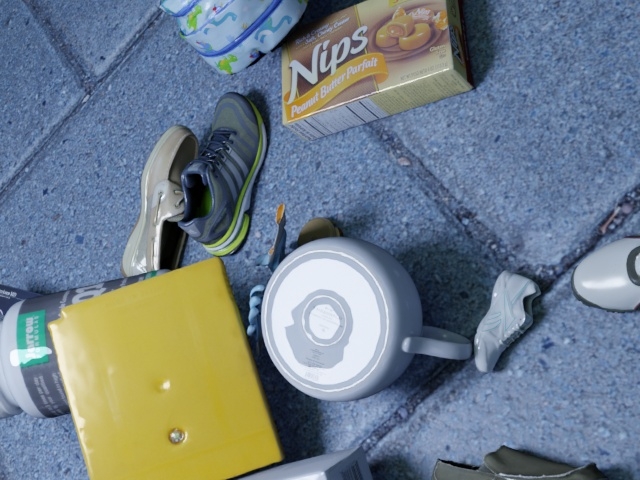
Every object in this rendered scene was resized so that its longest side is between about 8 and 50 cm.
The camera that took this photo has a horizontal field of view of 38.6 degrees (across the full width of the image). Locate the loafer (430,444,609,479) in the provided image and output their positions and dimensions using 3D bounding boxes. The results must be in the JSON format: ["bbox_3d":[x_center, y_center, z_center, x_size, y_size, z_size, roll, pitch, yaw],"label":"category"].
[{"bbox_3d":[0.249,0.311,1.197,0.251,0.094,0.087,-14,70,28],"label":"loafer"}]

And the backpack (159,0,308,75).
[{"bbox_3d":[-0.147,-0.442,1.579,0.290,0.273,0.355,-28,51,20],"label":"backpack"}]

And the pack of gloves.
[{"bbox_3d":[-0.097,0.064,1.430,0.046,0.232,0.195,14,73,3],"label":"pack of gloves"}]

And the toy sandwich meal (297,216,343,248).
[{"bbox_3d":[0.000,0.000,1.507,0.085,0.029,0.085,-13,68,34],"label":"toy sandwich meal"}]

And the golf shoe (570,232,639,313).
[{"bbox_3d":[0.444,0.022,1.161,0.273,0.120,0.105,-13,68,30],"label":"golf shoe"}]

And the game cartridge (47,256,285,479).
[{"bbox_3d":[-0.235,0.219,1.375,0.285,0.052,0.323,-18,79,0],"label":"game cartridge"}]

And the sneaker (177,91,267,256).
[{"bbox_3d":[-0.176,-0.129,1.605,0.111,0.121,0.300,-4,71,31],"label":"sneaker"}]

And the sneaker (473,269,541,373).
[{"bbox_3d":[0.261,0.118,1.284,0.061,0.054,0.152,17,83,33],"label":"sneaker"}]

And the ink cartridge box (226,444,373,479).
[{"bbox_3d":[-0.055,0.468,1.293,0.309,0.130,0.272,-20,85,26],"label":"ink cartridge box"}]

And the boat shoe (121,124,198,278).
[{"bbox_3d":[-0.269,-0.058,1.654,0.098,0.109,0.302,16,88,30],"label":"boat shoe"}]

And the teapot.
[{"bbox_3d":[0.055,0.112,1.336,0.252,0.187,0.256,-35,72,26],"label":"teapot"}]

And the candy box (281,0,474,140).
[{"bbox_3d":[0.085,-0.300,1.519,0.316,0.087,0.183,-14,65,29],"label":"candy box"}]

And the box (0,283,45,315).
[{"bbox_3d":[-0.523,0.198,1.727,0.261,0.103,0.184,8,76,34],"label":"box"}]

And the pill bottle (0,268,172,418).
[{"bbox_3d":[-0.398,0.180,1.513,0.361,0.204,0.204,-13,64,1],"label":"pill bottle"}]
